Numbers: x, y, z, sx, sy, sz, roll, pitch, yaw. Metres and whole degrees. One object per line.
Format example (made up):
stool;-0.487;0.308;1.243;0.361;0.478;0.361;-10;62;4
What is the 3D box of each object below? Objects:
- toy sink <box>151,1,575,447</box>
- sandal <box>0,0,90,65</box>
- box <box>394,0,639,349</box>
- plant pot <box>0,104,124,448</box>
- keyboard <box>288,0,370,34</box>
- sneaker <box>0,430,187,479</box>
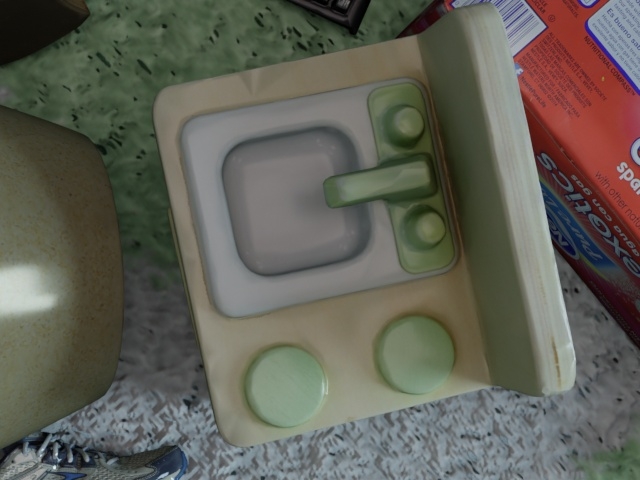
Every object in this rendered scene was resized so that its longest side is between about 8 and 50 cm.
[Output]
toy sink;0.000;0.000;0.547;0.131;0.234;0.153;-13;92;-10
sandal;-0.093;-0.179;0.614;0.240;0.088;0.079;-28;74;1
box;0.172;-0.053;0.631;0.128;0.122;0.257;-42;95;-7
plant pot;-0.234;0.022;0.524;0.274;0.256;0.256;-3;89;-26
keyboard;0.034;-0.203;0.664;0.108;0.023;0.180;24;86;-8
sneaker;-0.135;0.119;0.616;0.135;0.052;0.058;-15;87;-10
